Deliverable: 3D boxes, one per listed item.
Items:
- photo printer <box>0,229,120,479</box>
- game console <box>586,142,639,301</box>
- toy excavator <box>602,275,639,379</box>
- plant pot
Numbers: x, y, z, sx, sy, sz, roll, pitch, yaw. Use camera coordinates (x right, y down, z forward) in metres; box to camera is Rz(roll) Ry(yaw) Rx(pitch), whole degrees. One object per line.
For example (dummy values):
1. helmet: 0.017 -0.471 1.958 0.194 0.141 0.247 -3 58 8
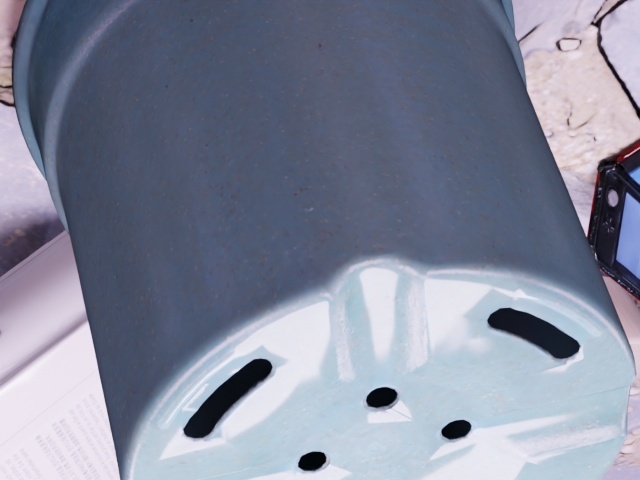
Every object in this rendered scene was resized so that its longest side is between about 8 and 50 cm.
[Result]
1. photo printer: -0.236 0.155 0.947 0.307 0.107 0.256 -39 144 -19
2. game console: 0.292 -0.016 0.976 0.085 0.124 0.144 -7 151 43
3. toy excavator: 0.093 0.234 1.186 0.445 0.222 0.433 -18 143 -11
4. plant pot: 0.000 0.000 0.690 0.341 0.334 0.341 -8 133 -8
